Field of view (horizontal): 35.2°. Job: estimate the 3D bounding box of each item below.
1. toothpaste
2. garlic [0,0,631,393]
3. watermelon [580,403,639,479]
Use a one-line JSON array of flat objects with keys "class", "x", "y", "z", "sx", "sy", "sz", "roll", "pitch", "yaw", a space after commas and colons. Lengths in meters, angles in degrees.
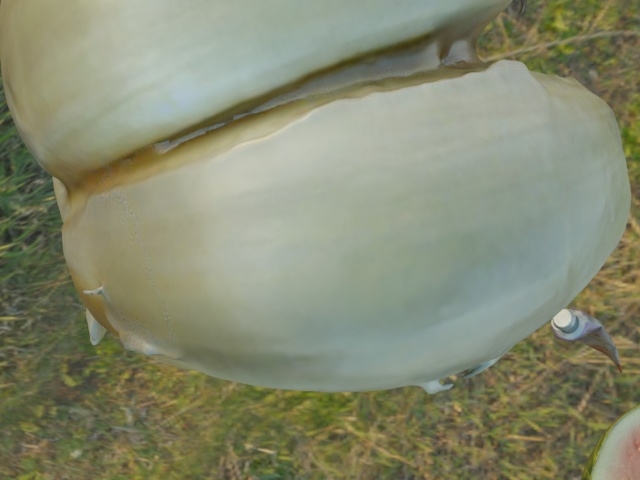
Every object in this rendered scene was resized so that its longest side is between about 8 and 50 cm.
[{"class": "toothpaste", "x": 0.401, "y": 0.149, "z": 1.518, "sx": 0.301, "sy": 0.075, "sz": 0.048, "roll": 32, "pitch": 75, "yaw": -58}, {"class": "garlic", "x": -0.008, "y": -0.060, "z": 0.511, "sx": 0.313, "sy": 0.249, "sz": 0.286, "roll": -9, "pitch": 74, "yaw": 13}, {"class": "watermelon", "x": 0.476, "y": 0.305, "z": 1.389, "sx": 0.303, "sy": 0.128, "sz": 0.159, "roll": 5, "pitch": 70, "yaw": -11}]
